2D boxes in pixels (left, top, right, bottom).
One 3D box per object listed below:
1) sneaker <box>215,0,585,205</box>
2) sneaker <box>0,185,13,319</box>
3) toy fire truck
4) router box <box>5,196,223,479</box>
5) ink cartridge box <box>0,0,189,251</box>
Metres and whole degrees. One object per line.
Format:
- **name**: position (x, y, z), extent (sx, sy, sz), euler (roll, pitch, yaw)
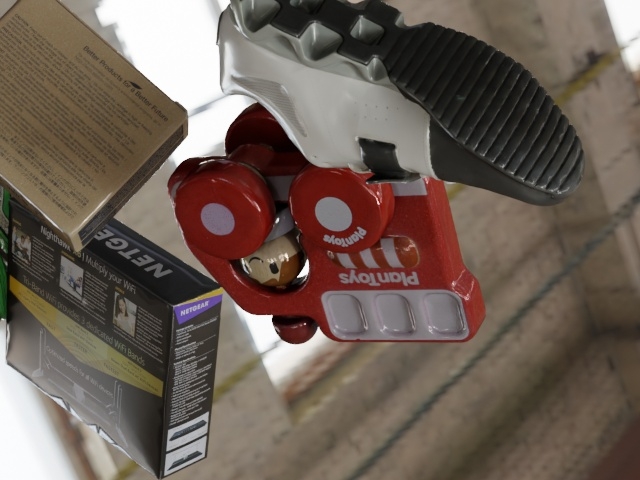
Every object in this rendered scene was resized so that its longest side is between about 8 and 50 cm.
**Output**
- **sneaker**: position (0.061, -0.106, 1.392), extent (0.330, 0.146, 0.122), euler (31, -134, 10)
- **sneaker**: position (-0.426, -0.067, 2.087), extent (0.146, 0.344, 0.134), euler (-28, -149, -29)
- **toy fire truck**: position (0.000, 0.000, 1.691), extent (0.302, 0.254, 0.169), euler (-3, -151, 24)
- **router box**: position (-0.255, 0.104, 1.993), extent (0.309, 0.243, 0.081), euler (31, -144, 35)
- **ink cartridge box**: position (-0.293, -0.136, 1.851), extent (0.193, 0.234, 0.088), euler (-47, 172, -13)
